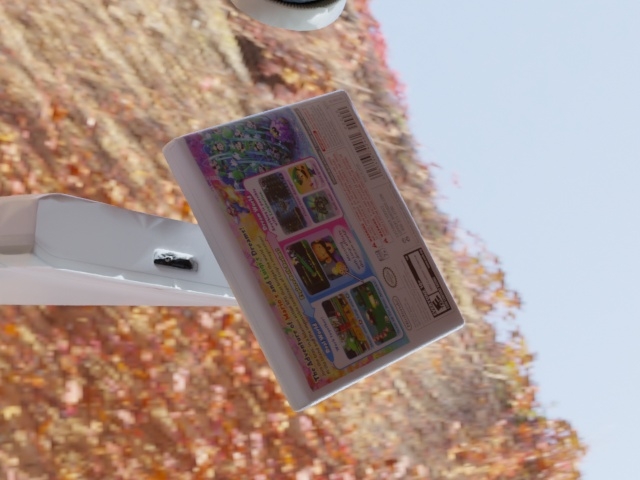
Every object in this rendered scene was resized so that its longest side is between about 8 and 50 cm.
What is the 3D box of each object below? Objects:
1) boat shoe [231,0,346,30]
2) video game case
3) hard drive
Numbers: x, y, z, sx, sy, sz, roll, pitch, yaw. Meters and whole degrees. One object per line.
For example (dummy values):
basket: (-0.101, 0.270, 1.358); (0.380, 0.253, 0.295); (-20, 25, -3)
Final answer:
boat shoe: (-0.012, -0.223, 0.799); (0.079, 0.095, 0.255); (113, -12, -47)
video game case: (0.000, 0.000, 0.824); (0.019, 0.143, 0.157); (-31, -97, 43)
hard drive: (-0.197, 0.010, 0.872); (0.307, 0.203, 0.040); (-2, -99, 37)
